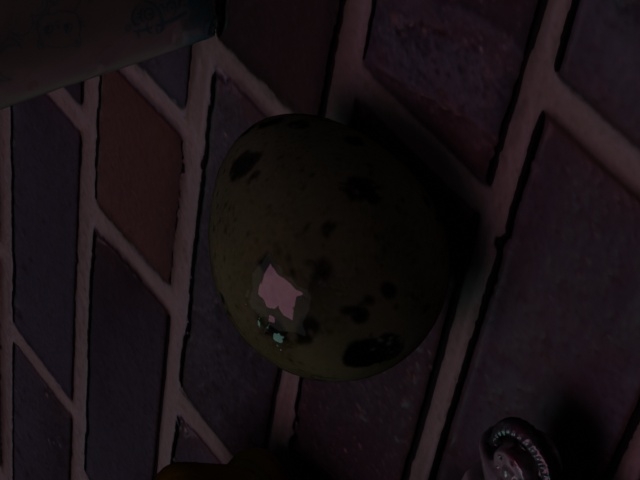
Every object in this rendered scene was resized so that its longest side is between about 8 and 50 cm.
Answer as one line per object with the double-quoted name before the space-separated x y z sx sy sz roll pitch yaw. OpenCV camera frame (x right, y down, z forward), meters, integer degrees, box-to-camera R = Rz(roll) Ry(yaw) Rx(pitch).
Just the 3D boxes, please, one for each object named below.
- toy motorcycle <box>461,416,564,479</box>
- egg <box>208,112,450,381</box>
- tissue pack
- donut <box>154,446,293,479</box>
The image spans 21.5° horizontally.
"toy motorcycle" 0.175 0.255 1.251 0.260 0.110 0.171 64 157 3
"egg" 0.000 0.000 1.274 0.177 0.177 0.228 103 147 -48
"tissue pack" -0.246 -0.196 1.431 0.201 0.271 0.124 15 122 54
"donut" -0.075 0.387 1.651 0.360 0.170 0.360 173 90 -74
